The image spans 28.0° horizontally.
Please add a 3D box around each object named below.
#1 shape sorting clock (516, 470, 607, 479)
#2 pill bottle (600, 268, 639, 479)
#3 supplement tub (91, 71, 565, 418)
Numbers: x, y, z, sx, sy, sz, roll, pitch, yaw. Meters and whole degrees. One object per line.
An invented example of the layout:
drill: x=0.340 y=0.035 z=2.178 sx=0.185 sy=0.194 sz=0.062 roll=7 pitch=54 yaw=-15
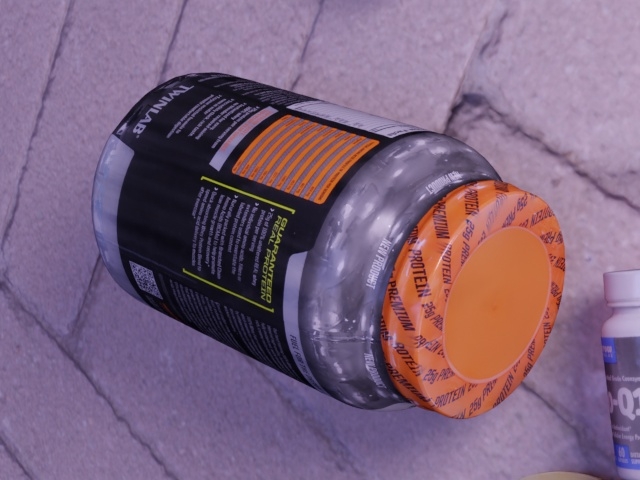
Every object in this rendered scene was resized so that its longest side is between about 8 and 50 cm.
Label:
shape sorting clock: x=0.185 y=0.270 z=0.927 sx=0.206 sy=0.040 sz=0.206 roll=-1 pitch=89 yaw=43
pill bottle: x=0.227 y=0.086 z=0.846 sx=0.078 sy=0.078 sz=0.137 roll=-9 pitch=87 yaw=44
supplement tub: x=0.000 y=0.000 z=0.969 sx=0.338 sy=0.207 sz=0.207 roll=22 pitch=108 yaw=41
